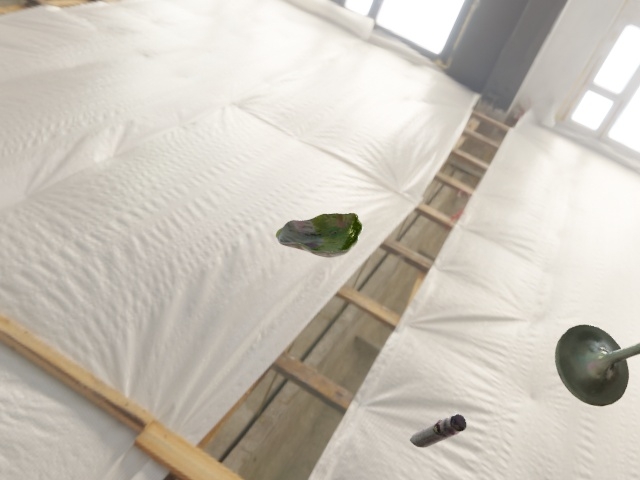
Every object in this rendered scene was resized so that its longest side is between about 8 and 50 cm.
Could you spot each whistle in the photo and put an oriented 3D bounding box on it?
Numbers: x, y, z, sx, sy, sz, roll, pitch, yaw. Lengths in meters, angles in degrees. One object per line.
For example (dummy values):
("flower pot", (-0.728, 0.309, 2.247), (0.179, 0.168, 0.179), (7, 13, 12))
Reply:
("whistle", (0.202, 0.331, 1.086), (0.033, 0.176, 0.033), (7, -119, -13))

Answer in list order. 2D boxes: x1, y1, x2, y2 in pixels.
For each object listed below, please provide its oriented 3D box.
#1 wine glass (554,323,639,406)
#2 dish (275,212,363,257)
("wine glass", (0.268, 0.075, 0.487), (0.079, 0.195, 0.079), (5, -113, -12))
("dish", (0.000, 0.000, 0.973), (0.137, 0.039, 0.091), (0, -138, 19))
